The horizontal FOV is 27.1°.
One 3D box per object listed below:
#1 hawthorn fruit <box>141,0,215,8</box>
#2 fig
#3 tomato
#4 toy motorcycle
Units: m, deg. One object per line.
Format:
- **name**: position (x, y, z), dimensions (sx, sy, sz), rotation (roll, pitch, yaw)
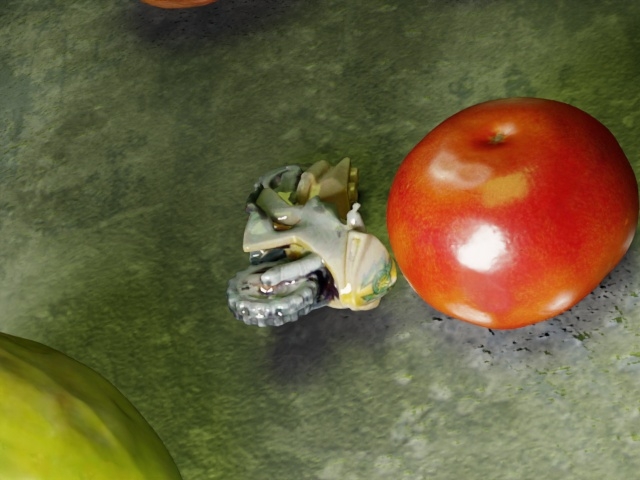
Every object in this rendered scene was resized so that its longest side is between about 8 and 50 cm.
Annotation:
- **hawthorn fruit**: position (-0.140, -0.377, 1.419), dimensions (0.262, 0.258, 0.258), rotation (-29, 33, 36)
- **fig**: position (-0.191, 0.192, 0.907), dimensions (0.314, 0.233, 0.233), rotation (25, 44, -14)
- **tomato**: position (0.144, -0.028, 1.005), dimensions (0.195, 0.136, 0.195), rotation (-12, 42, 11)
- **toy motorcycle**: position (0.000, -0.001, 1.080), dimensions (0.130, 0.094, 0.229), rotation (-6, 31, 10)
